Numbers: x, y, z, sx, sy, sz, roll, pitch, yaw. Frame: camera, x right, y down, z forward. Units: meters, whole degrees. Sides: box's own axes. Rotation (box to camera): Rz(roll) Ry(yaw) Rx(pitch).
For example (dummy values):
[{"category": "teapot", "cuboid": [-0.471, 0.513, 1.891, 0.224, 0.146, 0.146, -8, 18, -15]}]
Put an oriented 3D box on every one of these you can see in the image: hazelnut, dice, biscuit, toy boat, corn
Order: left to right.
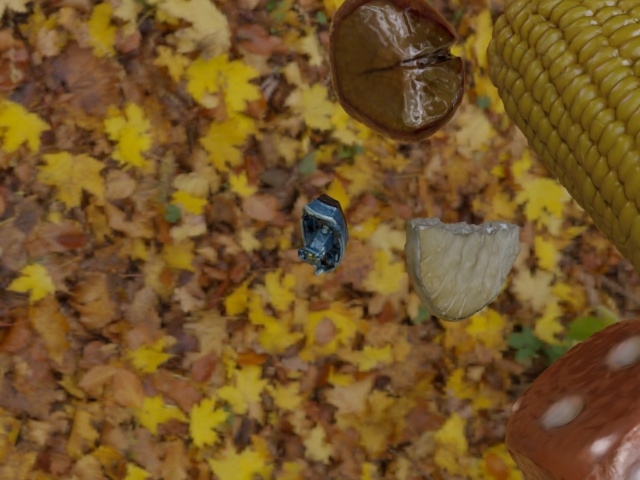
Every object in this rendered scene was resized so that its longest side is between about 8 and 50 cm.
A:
[{"category": "toy boat", "cuboid": [0.000, 0.000, 1.239, 0.061, 0.060, 0.137, -55, 164, -22]}, {"category": "hazelnut", "cuboid": [0.102, -0.232, 1.364, 0.181, 0.181, 0.212, -27, 102, -45]}, {"category": "biscuit", "cuboid": [0.189, 0.041, 1.383, 0.290, 0.038, 0.141, 1, 104, -53]}, {"category": "dice", "cuboid": [0.278, 0.174, 0.876, 0.179, 0.175, 0.174, -43, 102, -6]}, {"category": "corn", "cuboid": [0.218, -0.033, 0.564, 0.144, 0.387, 0.144, -11, 131, -13]}]
